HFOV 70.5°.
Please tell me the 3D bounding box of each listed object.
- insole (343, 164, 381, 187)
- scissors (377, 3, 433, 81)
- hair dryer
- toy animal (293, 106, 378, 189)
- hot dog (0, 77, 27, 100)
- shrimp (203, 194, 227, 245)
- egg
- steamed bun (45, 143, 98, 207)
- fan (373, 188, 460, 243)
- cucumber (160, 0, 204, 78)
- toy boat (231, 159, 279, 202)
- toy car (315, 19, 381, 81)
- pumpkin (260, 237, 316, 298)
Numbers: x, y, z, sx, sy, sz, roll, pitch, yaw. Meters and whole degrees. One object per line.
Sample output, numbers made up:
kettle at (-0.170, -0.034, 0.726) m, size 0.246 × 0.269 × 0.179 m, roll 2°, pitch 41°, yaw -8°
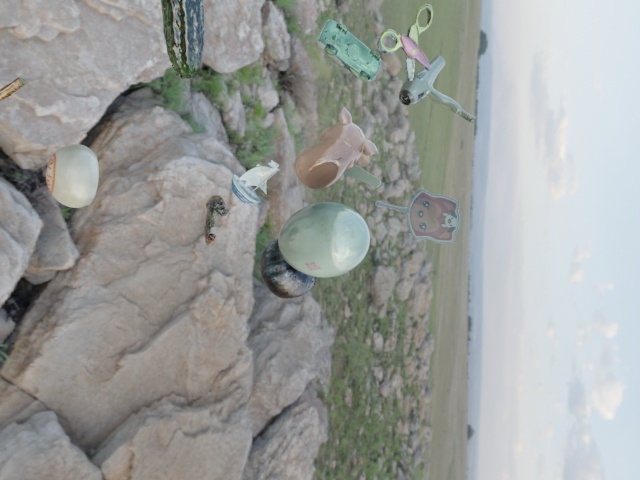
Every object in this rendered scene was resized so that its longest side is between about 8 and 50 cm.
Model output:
insole at (0.131, -0.219, 1.508) m, size 0.053 × 0.152 × 0.002 m, roll -63°, pitch 178°, yaw 33°
scissors at (0.206, -0.430, 1.021) m, size 0.187 × 0.133 × 0.020 m, roll 39°, pitch 23°, yaw -60°
hair dryer at (0.415, -0.519, 1.527) m, size 0.092 × 0.267 × 0.229 m, roll 100°, pitch 11°, yaw -65°
toy animal at (0.030, -0.266, 1.400) m, size 0.166 × 0.250 × 0.154 m, roll 46°, pitch 6°, yaw -28°
hot dog at (-1.043, -0.505, 1.520) m, size 0.122 × 0.049 × 0.037 m, roll -38°, pitch 130°, yaw -10°
shrimp at (-0.344, -0.062, 1.433) m, size 0.253 × 0.058 × 0.173 m, roll -147°, pitch -110°, yaw -69°
egg at (0.000, 0.000, 1.397) m, size 0.229 × 0.370 × 0.230 m, roll 4°, pitch 84°, yaw -33°
steamed bun at (-0.905, -0.234, 1.630) m, size 0.145 × 0.231 × 0.232 m, roll 2°, pitch 90°, yaw -44°
fan at (0.235, -0.066, 1.096) m, size 0.009 × 0.219 × 0.132 m, roll 118°, pitch -15°, yaw -73°
cucumber at (-0.216, -0.389, 0.709) m, size 0.077 × 0.077 × 0.266 m, roll -52°, pitch 151°, yaw -59°
toy boat at (-0.186, -0.165, 1.238) m, size 0.149 × 0.105 × 0.034 m, roll -54°, pitch -155°, yaw 30°
toy car at (0.087, -0.586, 1.416) m, size 0.224 × 0.076 × 0.090 m, roll 28°, pitch 83°, yaw -26°
pumpkin at (-0.114, 0.101, 1.654) m, size 0.233 × 0.163 × 0.233 m, roll 40°, pitch 36°, yaw -38°
